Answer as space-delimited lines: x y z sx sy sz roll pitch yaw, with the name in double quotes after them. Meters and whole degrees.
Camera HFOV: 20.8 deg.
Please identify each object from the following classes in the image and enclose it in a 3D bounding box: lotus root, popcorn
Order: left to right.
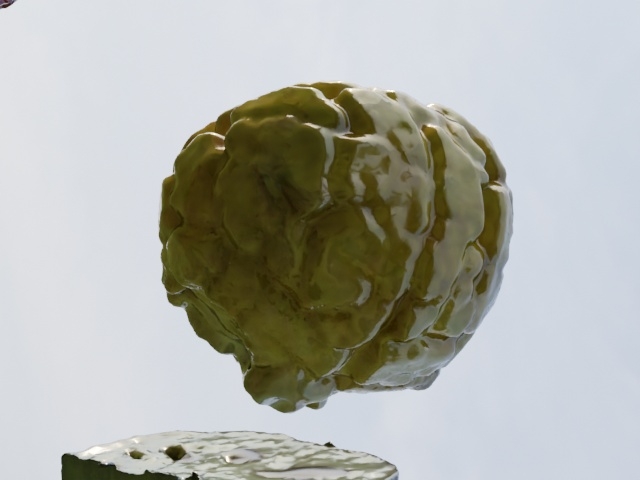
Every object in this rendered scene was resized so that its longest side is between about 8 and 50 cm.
-0.042 0.278 1.232 0.267 0.149 0.260 2 -82 43 "lotus root"
0.019 -0.004 1.910 0.354 0.390 0.344 54 19 -58 "popcorn"

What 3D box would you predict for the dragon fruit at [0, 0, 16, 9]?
-0.347 -0.247 1.507 0.163 0.189 0.261 -61 -145 29 "dragon fruit"
